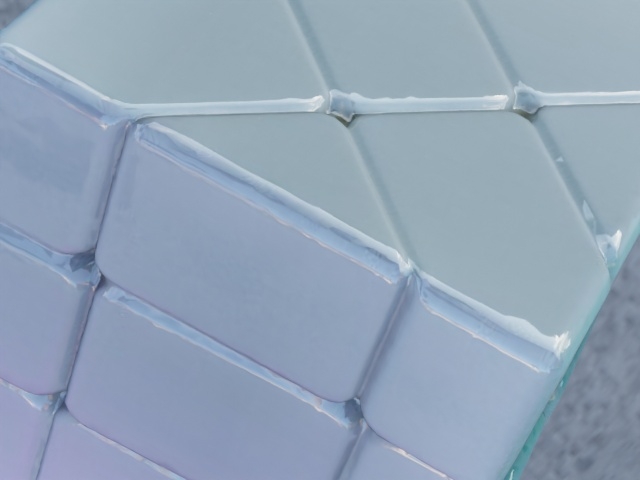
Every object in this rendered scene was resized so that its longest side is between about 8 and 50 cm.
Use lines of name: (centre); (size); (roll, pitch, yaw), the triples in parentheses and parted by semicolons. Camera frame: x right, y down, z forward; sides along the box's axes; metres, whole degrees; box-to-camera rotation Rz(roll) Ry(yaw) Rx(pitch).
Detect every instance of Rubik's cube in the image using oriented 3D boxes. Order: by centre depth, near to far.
Rubik's cube: (0.000, 0.000, 1.105); (0.319, 0.316, 0.322); (28, 45, 8)
